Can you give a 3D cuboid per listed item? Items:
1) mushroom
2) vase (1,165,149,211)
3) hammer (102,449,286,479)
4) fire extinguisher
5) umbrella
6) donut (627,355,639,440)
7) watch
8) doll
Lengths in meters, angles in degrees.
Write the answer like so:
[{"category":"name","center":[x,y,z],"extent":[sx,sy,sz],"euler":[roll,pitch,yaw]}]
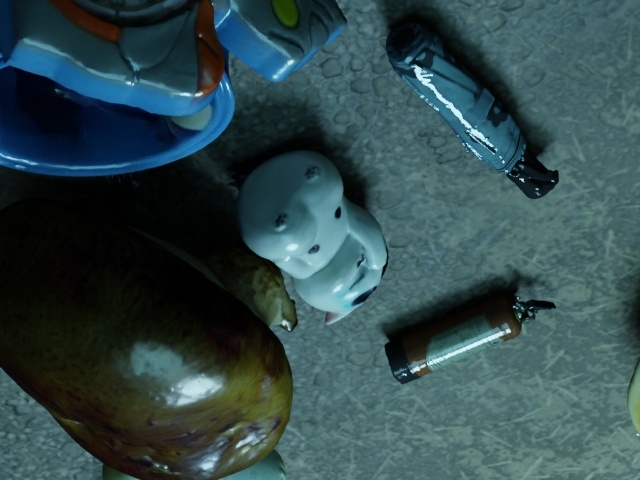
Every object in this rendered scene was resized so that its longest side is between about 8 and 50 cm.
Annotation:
[{"category":"mushroom","center":[-0.161,0.066,1.795],"extent":[0.345,0.260,0.345],"euler":[30,160,12]},{"category":"vase","center":[-0.269,-0.093,1.707],"extent":[0.237,0.115,0.115],"euler":[19,132,-31]},{"category":"hammer","center":[-0.188,0.301,2.147],"extent":[0.202,0.113,0.305],"euler":[23,135,-25]},{"category":"fire extinguisher","center":[0.155,0.095,2.006],"extent":[0.177,0.050,0.062],"euler":[-23,155,17]},{"category":"umbrella","center":[0.138,-0.113,1.772],"extent":[0.053,0.052,0.250],"euler":[18,162,46]},{"category":"donut","center":[0.536,0.155,2.017],"extent":[0.448,0.198,0.449],"euler":[-2,139,-2]},{"category":"watch","center":[-0.152,-0.169,1.575],"extent":[0.305,0.241,0.274],"euler":[8,152,-23]},{"category":"doll","center":[-0.002,-0.003,1.830],"extent":[0.107,0.110,0.181],"euler":[16,157,50]}]
